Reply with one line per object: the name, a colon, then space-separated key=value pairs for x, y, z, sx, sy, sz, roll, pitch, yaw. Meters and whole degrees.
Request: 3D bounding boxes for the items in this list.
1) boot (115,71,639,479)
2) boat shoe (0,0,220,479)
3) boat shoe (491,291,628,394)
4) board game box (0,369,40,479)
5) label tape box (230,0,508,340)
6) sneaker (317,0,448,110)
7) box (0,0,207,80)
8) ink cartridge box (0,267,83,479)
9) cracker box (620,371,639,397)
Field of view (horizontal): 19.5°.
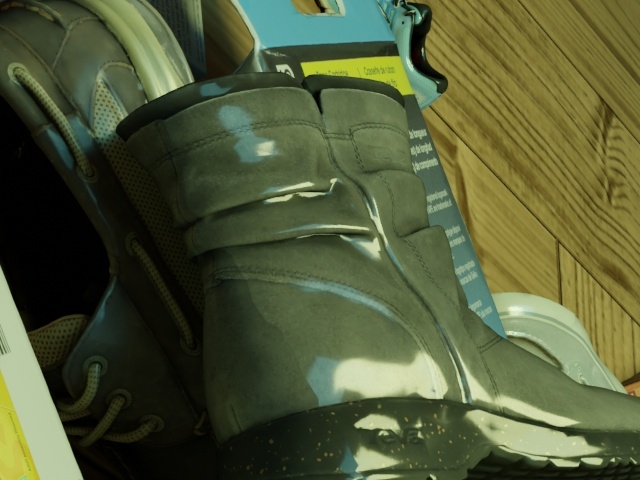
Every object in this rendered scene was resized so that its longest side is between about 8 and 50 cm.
boot: x=0.058 y=0.025 z=0.935 sx=0.338 sy=0.118 sz=0.222 roll=11 pitch=58 yaw=-51
boat shoe: x=-0.104 y=0.048 z=0.933 sx=0.130 sy=0.132 sz=0.355 roll=-21 pitch=87 yaw=-44
boat shoe: x=0.178 y=0.118 z=1.393 sx=0.227 sy=0.079 sz=0.081 roll=43 pitch=32 yaw=-44
board game box: x=-0.140 y=0.088 z=0.641 sx=0.103 sy=0.026 sz=0.154 roll=-16 pitch=84 yaw=-61
label tape box: x=0.000 y=0.000 z=1.100 sx=0.347 sy=0.115 sz=0.249 roll=68 pitch=20 yaw=1
sneaker: x=0.049 y=-0.169 z=1.379 sx=0.063 sy=0.073 sz=0.162 roll=-28 pitch=95 yaw=-62
box: x=-0.135 y=-0.158 z=1.053 sx=0.137 sy=0.072 sz=0.126 roll=29 pitch=47 yaw=-50
ink cartridge box: x=-0.199 y=0.117 z=0.686 sx=0.223 sy=0.129 sz=0.307 roll=-19 pitch=87 yaw=-62
cracker box: x=0.337 y=0.177 z=1.641 sx=0.232 sy=0.067 sz=0.155 roll=-13 pitch=81 yaw=-63
